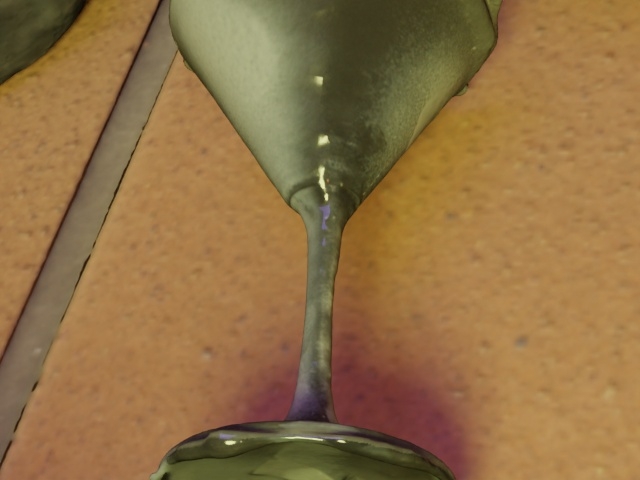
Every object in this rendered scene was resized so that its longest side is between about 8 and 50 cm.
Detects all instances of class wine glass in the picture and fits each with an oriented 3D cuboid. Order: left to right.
[{"bbox_3d":[0.000,0.000,0.585,0.156,0.156,0.232,-10,57,21],"label":"wine glass"}]

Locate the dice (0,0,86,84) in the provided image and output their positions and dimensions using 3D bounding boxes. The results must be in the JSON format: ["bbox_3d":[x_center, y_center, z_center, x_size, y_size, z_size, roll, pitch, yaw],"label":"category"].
[{"bbox_3d":[-0.244,-0.189,0.813,0.183,0.181,0.182,-30,47,6],"label":"dice"}]
